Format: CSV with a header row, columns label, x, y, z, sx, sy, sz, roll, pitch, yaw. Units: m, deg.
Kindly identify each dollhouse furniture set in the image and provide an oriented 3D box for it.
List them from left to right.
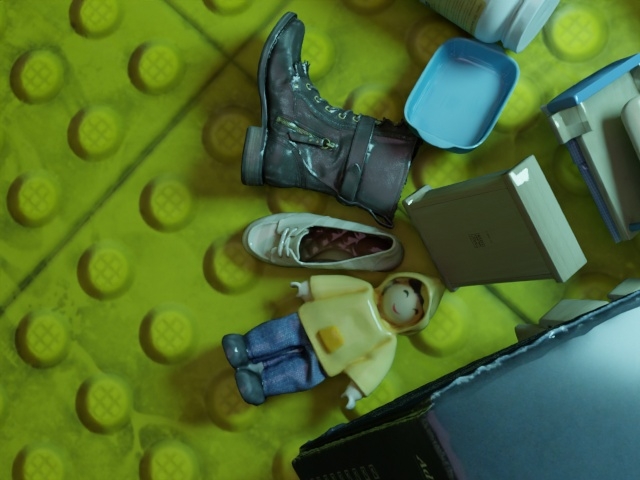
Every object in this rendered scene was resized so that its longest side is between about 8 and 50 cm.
label,x,y,z,sx,sy,sz,roll,pitch,yaw
dollhouse furniture set,0.314,-0.036,1.060,0.303,0.198,0.286,-34,101,-28

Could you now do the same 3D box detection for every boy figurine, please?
label,x,y,z,sx,sy,sz,roll,pitch,yaw
boy figurine,0.028,0.123,1.068,0.285,0.092,0.177,-21,77,9

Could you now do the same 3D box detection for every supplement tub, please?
label,x,y,z,sx,sy,sz,roll,pitch,yaw
supplement tub,0.204,-0.344,1.076,0.200,0.144,0.144,37,89,11

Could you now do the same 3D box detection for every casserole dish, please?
label,x,y,z,sx,sy,sz,roll,pitch,yaw
casserole dish,0.181,-0.184,1.088,0.114,0.037,0.188,26,65,11

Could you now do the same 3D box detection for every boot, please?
label,x,y,z,sx,sy,sz,roll,pitch,yaw
boot,0.025,-0.160,1.119,0.229,0.091,0.263,10,88,4

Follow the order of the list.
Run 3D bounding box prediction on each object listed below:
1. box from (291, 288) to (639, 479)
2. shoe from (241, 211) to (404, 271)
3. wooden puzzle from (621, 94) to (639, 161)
label,x,y,z,sx,sy,sz,roll,pitch,yaw
box,0.237,0.337,0.781,0.297,0.472,0.480,-23,79,-17
shoe,0.000,0.000,1.104,0.219,0.058,0.076,5,83,9
wooden puzzle,0.476,-0.079,1.006,0.239,0.044,0.221,-14,78,-30
